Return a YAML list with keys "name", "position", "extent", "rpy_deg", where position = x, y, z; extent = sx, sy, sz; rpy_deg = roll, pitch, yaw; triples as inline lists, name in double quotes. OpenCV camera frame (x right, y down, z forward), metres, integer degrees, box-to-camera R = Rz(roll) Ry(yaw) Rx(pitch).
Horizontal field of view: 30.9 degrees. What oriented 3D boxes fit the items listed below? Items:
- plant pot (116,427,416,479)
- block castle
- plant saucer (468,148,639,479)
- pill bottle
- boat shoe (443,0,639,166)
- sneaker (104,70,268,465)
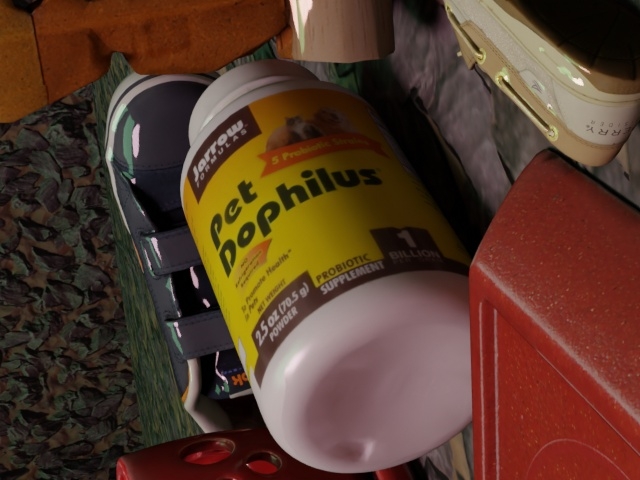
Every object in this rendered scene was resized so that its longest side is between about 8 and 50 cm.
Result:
- name: "plant pot"
  position: [-0.024, 0.207, 0.722]
  extent: [0.191, 0.174, 0.191]
  rpy_deg: [168, 90, -76]
- name: "block castle"
  position: [-0.154, -0.219, 0.616]
  extent: [0.453, 0.303, 0.213]
  rpy_deg: [-134, 35, -63]
- name: "plant saucer"
  position: [0.114, 0.132, 0.392]
  extent: [0.258, 0.047, 0.259]
  rpy_deg: [-128, 30, -59]
- name: "pill bottle"
  position: [0.000, 0.000, 0.574]
  extent: [0.215, 0.117, 0.117]
  rpy_deg: [-118, 21, -45]
- name: "boat shoe"
  position: [0.065, -0.076, 0.398]
  extent: [0.135, 0.050, 0.045]
  rpy_deg: [-117, 26, -44]
- name: "sneaker"
  position: [-0.065, 0.029, 0.843]
  extent: [0.127, 0.126, 0.321]
  rpy_deg: [-115, 8, -55]
